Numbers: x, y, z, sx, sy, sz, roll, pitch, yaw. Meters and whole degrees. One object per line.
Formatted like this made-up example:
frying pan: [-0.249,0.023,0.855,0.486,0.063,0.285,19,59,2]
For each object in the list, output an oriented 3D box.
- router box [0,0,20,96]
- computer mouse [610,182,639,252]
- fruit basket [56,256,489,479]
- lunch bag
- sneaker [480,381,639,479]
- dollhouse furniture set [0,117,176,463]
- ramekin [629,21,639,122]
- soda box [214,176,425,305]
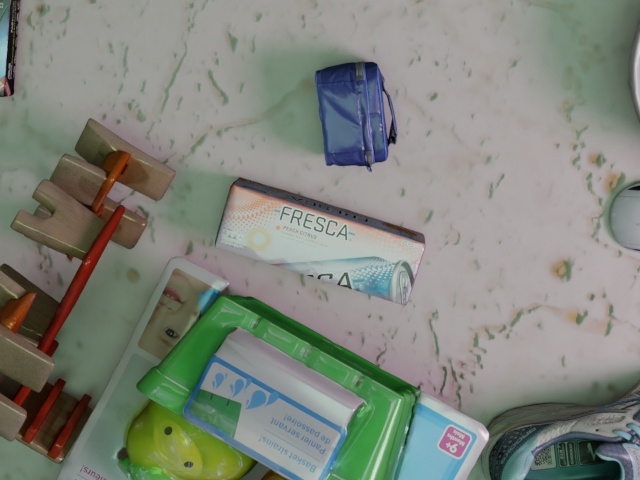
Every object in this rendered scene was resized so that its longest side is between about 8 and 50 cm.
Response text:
router box: [-0.335,-0.181,1.430,0.122,0.038,0.092,6,99,2]
computer mouse: [0.358,-0.017,1.423,0.193,0.042,0.106,-3,100,3]
fruit basket: [-0.076,0.239,1.388,0.327,0.165,0.353,29,88,12]
lunch bag: [0.034,-0.109,1.410,0.065,0.067,0.098,-7,100,4]
sneaker: [0.286,0.188,1.420,0.283,0.122,0.110,-18,99,6]
dollhouse furniture set: [-0.229,0.070,1.377,0.135,0.262,0.259,31,133,-4]
ramekin: [0.364,-0.151,1.366,0.207,0.109,0.207,0,100,3]
soda box: [0.000,0.000,1.435,0.183,0.058,0.063,17,100,0]
